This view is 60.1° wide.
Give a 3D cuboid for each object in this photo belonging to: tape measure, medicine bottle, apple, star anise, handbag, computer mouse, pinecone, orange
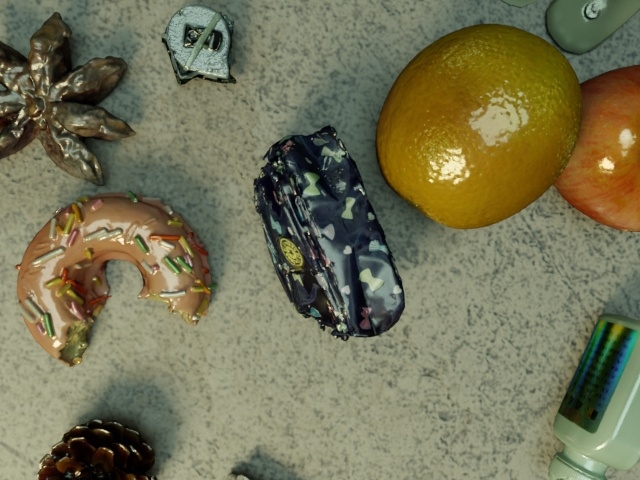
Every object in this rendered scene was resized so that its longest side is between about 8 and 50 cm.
[{"bbox_3d":[-0.151,-0.243,0.693,0.091,0.054,0.094,-5,93,-10],"label":"tape measure"},{"bbox_3d":[0.364,0.211,0.703,0.083,0.121,0.228,25,89,-5],"label":"medicine bottle"},{"bbox_3d":[0.388,-0.112,0.682,0.210,0.164,0.209,0,91,-2],"label":"apple"},{"bbox_3d":[-0.329,-0.178,0.670,0.212,0.073,0.196,11,92,-7],"label":"star anise"},{"bbox_3d":[0.000,0.000,0.659,0.113,0.162,0.260,-23,93,-18],"label":"handbag"},{"bbox_3d":[0.389,-0.329,0.735,0.182,0.056,0.089,-41,98,-4],"label":"computer mouse"},{"bbox_3d":[-0.267,0.288,0.656,0.140,0.121,0.140,0,98,0],"label":"pinecone"},{"bbox_3d":[0.178,-0.129,0.639,0.236,0.236,0.236,0,90,-5],"label":"orange"}]

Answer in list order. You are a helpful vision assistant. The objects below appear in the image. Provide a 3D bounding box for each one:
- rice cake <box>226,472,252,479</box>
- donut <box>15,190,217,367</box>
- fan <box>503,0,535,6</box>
[{"bbox_3d":[-0.014,0.388,0.712,0.270,0.049,0.055,35,66,-4],"label":"rice cake"},{"bbox_3d":[-0.256,0.037,0.673,0.233,0.085,0.199,-20,91,-6],"label":"donut"},{"bbox_3d":[0.231,-0.465,0.742,0.182,0.010,0.310,-38,96,-4],"label":"fan"}]
